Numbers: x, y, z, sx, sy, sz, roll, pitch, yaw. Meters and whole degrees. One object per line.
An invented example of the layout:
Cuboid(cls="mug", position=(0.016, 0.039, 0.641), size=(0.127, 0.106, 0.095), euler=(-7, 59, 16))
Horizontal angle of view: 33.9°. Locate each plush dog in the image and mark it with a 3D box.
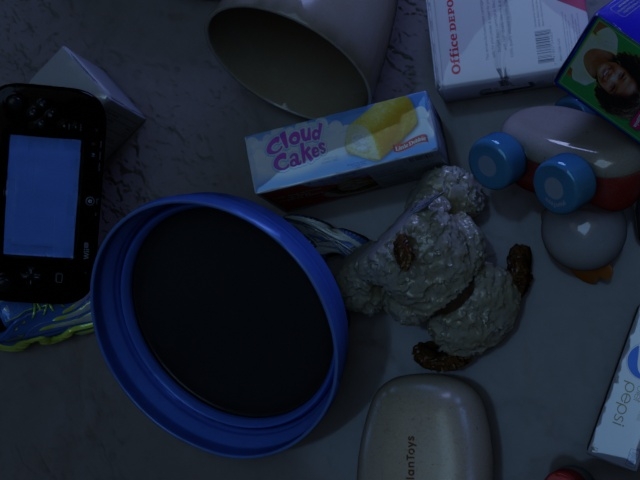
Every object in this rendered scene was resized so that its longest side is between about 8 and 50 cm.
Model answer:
Cuboid(cls="plush dog", position=(0.177, 0.058, 1.442), size=(0.225, 0.210, 0.262), euler=(41, 97, -12))

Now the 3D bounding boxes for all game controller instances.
Cuboid(cls="game controller", position=(-0.402, -0.065, 1.520), size=(0.166, 0.067, 0.319), euler=(6, 102, -5))

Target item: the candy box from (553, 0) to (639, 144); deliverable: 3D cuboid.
Cuboid(cls="candy box", position=(0.501, -0.194, 1.335), size=(0.317, 0.268, 0.122), euler=(38, 134, 16))

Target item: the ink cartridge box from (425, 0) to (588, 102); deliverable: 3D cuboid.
Cuboid(cls="ink cartridge box", position=(0.267, -0.294, 1.494), size=(0.218, 0.092, 0.158), euler=(-7, 82, 11))

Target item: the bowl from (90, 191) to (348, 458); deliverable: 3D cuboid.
Cuboid(cls="bowl", position=(-0.140, 0.116, 1.469), size=(0.391, 0.077, 0.391), euler=(10, 114, 23))

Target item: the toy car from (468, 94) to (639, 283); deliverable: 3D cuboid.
Cuboid(cls="toy car", position=(0.337, -0.048, 1.420), size=(0.210, 0.219, 0.238), euler=(25, 131, 42))

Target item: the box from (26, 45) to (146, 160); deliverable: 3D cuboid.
Cuboid(cls="box", position=(-0.436, -0.135, 1.626), size=(0.311, 0.148, 0.121), euler=(-44, 75, 4))

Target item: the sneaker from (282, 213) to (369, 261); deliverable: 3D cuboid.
Cuboid(cls="sneaker", position=(0.000, 0.000, 1.548), size=(0.135, 0.052, 0.058), euler=(21, 93, 16))

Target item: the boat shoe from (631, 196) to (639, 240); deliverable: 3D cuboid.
Cuboid(cls="boat shoe", position=(0.447, -0.062, 1.448), size=(0.043, 0.049, 0.137), euler=(-3, 83, 56))

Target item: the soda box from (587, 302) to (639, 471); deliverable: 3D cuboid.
Cuboid(cls="soda box", position=(0.424, 0.195, 1.405), size=(0.069, 0.074, 0.216), euler=(20, 88, 16))

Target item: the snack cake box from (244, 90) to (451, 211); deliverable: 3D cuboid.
Cuboid(cls="snack cake box", position=(0.043, -0.122, 1.499), size=(0.264, 0.152, 0.089), euler=(-13, 80, 12))

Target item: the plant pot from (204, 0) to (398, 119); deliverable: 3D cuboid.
Cuboid(cls="plant pot", position=(0.009, -0.353, 1.506), size=(0.256, 0.256, 0.274), euler=(20, 68, 16))

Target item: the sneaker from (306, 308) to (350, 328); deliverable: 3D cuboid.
Cuboid(cls="sneaker", position=(-0.071, 0.051, 1.532), size=(0.267, 0.106, 0.101), euler=(35, 95, 17))

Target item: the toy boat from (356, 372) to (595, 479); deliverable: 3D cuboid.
Cuboid(cls="toy boat", position=(0.207, 0.322, 1.422), size=(0.318, 0.148, 0.267), euler=(4, 79, 22))

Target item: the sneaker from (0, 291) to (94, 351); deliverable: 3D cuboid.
Cuboid(cls="sneaker", position=(-0.415, 0.110, 1.599), size=(0.240, 0.126, 0.091), euler=(-25, 78, 11))
